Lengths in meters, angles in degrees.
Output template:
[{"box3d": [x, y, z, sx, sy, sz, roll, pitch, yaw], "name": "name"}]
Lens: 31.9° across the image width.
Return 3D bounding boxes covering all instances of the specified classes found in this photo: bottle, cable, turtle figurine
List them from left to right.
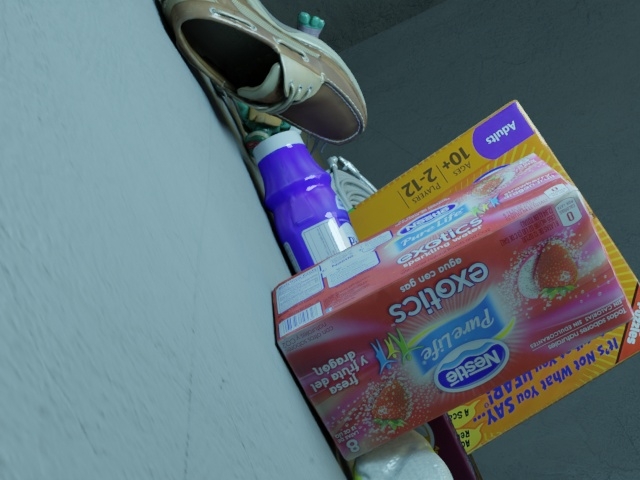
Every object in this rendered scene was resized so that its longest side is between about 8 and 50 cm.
[{"box3d": [-0.069, -0.199, 1.526, 0.118, 0.175, 0.234, 147, -46, -66], "name": "turtle figurine"}, {"box3d": [0.000, 0.000, 1.398, 0.283, 0.092, 0.118, 66, 6, 12], "name": "bottle"}, {"box3d": [0.074, -0.015, 2.019, 0.257, 0.089, 0.257, 43, 22, -13], "name": "cable"}]

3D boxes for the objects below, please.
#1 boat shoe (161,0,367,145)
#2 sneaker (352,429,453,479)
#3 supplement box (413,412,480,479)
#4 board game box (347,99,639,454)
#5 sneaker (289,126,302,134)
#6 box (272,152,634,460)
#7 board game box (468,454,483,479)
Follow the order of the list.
[{"box3d": [-0.067, -0.202, 1.354, 0.324, 0.123, 0.116, 33, 35, -32], "name": "boat shoe"}, {"box3d": [0.090, 0.289, 1.026, 0.240, 0.091, 0.126, -112, -167, -45], "name": "sneaker"}, {"box3d": [0.103, 0.235, 1.219, 0.081, 0.104, 0.188, -87, 152, -81], "name": "supplement box"}, {"box3d": [0.230, 0.048, 1.607, 0.356, 0.356, 0.356, 56, 11, 1], "name": "board game box"}, {"box3d": [-0.116, -0.262, 1.641, 0.297, 0.111, 0.129, 60, 22, -23], "name": "sneaker"}, {"box3d": [0.116, 0.058, 1.062, 0.142, 0.300, 0.154, 61, 4, -18], "name": "box"}, {"box3d": [0.192, 0.330, 1.926, 0.302, 0.086, 0.308, 61, 5, -40], "name": "board game box"}]
